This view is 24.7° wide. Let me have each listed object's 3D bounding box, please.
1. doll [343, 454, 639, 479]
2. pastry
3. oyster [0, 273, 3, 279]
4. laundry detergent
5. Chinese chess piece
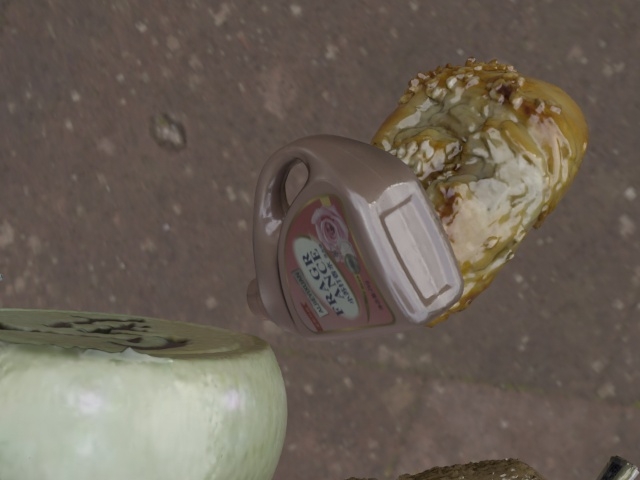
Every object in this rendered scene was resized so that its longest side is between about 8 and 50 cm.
[{"bbox_3d":[0.095,0.189,0.899,0.221,0.115,0.105,-6,75,1],"label":"doll"},{"bbox_3d":[0.134,-0.067,1.549,0.162,0.255,0.311,43,82,-29],"label":"pastry"},{"bbox_3d":[-0.365,0.055,1.468,0.037,0.100,0.098,47,69,-2],"label":"oyster"},{"bbox_3d":[0.000,0.000,1.201,0.076,0.237,0.171,-31,101,-33],"label":"laundry detergent"},{"bbox_3d":[-0.145,0.104,0.927,0.250,0.250,0.101,4,92,-22],"label":"Chinese chess piece"}]
